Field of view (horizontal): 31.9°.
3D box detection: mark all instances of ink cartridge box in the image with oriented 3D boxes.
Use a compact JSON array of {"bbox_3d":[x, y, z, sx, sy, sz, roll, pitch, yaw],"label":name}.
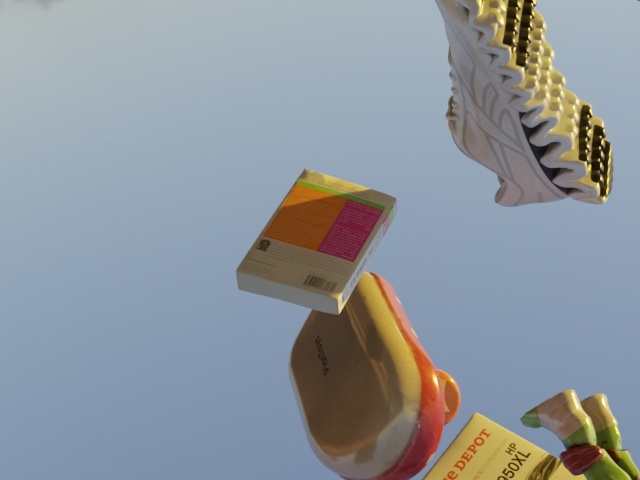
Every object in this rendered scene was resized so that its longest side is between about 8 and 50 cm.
[{"bbox_3d":[0.346,0.513,1.879,0.395,0.166,0.285,28,-133,23],"label":"ink cartridge box"}]

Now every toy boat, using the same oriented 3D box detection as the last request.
[{"bbox_3d":[0.068,0.139,1.073,0.151,0.151,0.231,21,-159,-21],"label":"toy boat"}]

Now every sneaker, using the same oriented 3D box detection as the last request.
[{"bbox_3d":[0.153,-0.131,0.978,0.118,0.292,0.110,-12,-140,33],"label":"sneaker"}]

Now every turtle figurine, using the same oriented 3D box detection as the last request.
[{"bbox_3d":[0.305,0.317,1.236,0.198,0.274,0.266,-11,-121,-26],"label":"turtle figurine"}]

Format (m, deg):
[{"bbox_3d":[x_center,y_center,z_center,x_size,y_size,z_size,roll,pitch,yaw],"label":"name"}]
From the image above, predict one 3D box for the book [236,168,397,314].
[{"bbox_3d":[0.000,0.000,0.995,0.096,0.035,0.144,15,-136,19],"label":"book"}]
